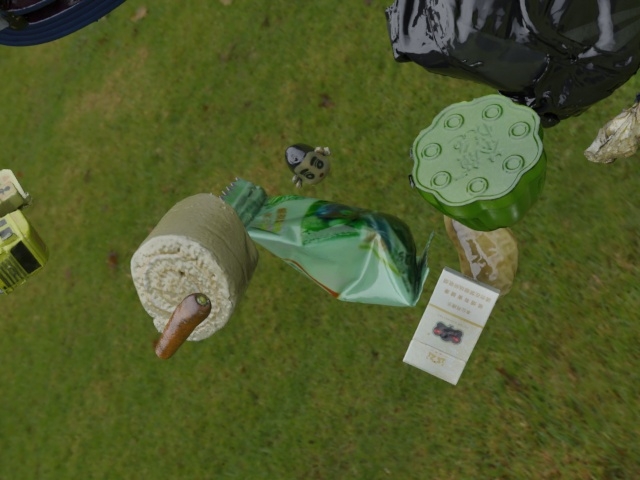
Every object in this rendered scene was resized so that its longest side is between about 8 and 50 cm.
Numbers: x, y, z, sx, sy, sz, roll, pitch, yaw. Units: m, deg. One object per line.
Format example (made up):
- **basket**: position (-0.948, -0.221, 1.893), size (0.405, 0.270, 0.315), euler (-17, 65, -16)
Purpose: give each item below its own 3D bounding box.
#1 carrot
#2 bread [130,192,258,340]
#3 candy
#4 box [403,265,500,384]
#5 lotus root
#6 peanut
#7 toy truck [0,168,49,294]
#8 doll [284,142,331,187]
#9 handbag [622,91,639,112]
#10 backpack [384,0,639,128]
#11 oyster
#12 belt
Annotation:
- **carrot**: position (-0.141, 0.086, 0.825), size (0.093, 0.032, 0.032), euler (-50, 40, 35)
- **bread**: position (-0.157, 0.031, 1.044), size (0.133, 0.148, 0.141), euler (-5, 25, 13)
- **candy**: position (0.002, -0.006, 1.430), size (0.263, 0.397, 0.172), euler (-78, 11, -76)
- **box**: position (0.196, 0.129, 1.225), size (0.090, 0.024, 0.167), euler (24, 112, 8)
- **lotus root**: position (0.230, -0.078, 1.108), size (0.186, 0.186, 0.186), euler (-23, 54, 35)
- **peanut**: position (0.263, -0.014, 1.332), size (0.098, 0.103, 0.230), euler (-13, 94, 60)
- **toy truck**: position (-0.621, -0.034, 1.564), size (0.157, 0.124, 0.272), euler (-35, 53, -12)
- **doll**: position (-0.019, -0.147, 1.607), size (0.089, 0.179, 0.102), euler (40, 99, 17)
- **handbag**: position (0.762, -0.223, 1.627), size (0.269, 0.325, 0.118), euler (-12, 60, 28)
- **backpack**: position (0.317, -0.392, 1.372), size (0.255, 0.445, 0.364), euler (154, 123, -62)
- **oyster**: position (0.328, -0.116, 0.888), size (0.081, 0.038, 0.083), euler (-60, 1, 8)
- **belt**: position (-0.392, -0.431, 1.216), size (0.346, 0.212, 0.117), euler (-26, 63, 14)
